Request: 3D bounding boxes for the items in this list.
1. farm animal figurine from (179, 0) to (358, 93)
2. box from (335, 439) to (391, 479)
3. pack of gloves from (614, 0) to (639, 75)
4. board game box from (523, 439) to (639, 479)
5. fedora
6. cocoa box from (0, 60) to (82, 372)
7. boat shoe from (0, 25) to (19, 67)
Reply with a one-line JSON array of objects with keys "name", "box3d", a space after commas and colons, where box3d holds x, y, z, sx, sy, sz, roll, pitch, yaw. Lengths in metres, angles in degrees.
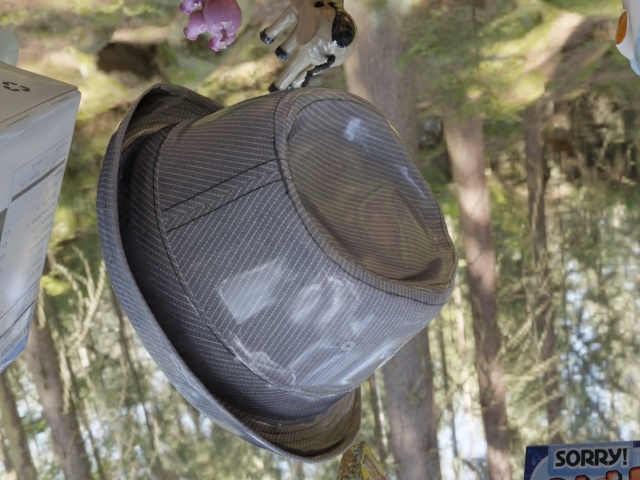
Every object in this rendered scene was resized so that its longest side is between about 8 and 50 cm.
[{"name": "farm animal figurine", "box3d": [-0.062, -0.352, 0.969, 0.172, 0.330, 0.327, -39, -166, 34]}, {"name": "box", "box3d": [0.106, 0.460, 1.429, 0.044, 0.233, 0.159, -31, -172, 17]}, {"name": "pack of gloves", "box3d": [0.359, -0.276, 0.916, 0.046, 0.195, 0.232, 13, -173, 25]}, {"name": "board game box", "box3d": [0.189, 0.166, 0.429, 0.201, 0.035, 0.136, -17, -127, 44]}, {"name": "fedora", "box3d": [0.000, 0.000, 0.529, 0.124, 0.244, 0.275, -25, 151, 24]}, {"name": "cocoa box", "box3d": [-0.373, -0.028, 0.566, 0.347, 0.228, 0.231, 19, -160, 0]}, {"name": "boat shoe", "box3d": [-0.332, -0.149, 0.854, 0.048, 0.133, 0.042, 19, -166, -37]}]
